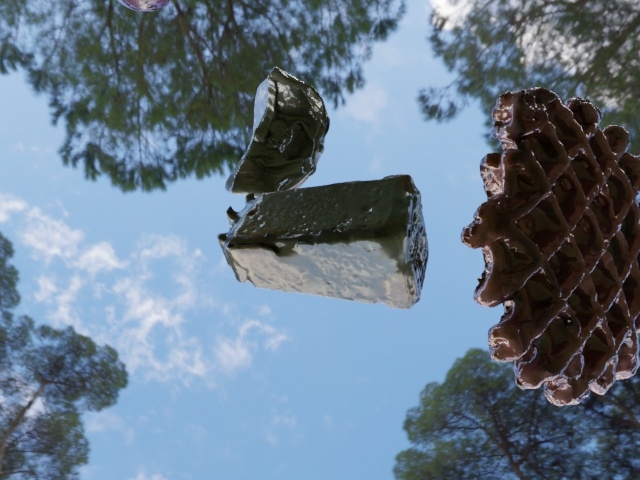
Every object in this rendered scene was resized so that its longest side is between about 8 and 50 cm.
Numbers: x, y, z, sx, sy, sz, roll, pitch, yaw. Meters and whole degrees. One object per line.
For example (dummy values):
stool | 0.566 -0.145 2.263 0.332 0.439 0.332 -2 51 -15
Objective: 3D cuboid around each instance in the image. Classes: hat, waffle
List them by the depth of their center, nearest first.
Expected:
waffle | 0.192 0.006 0.517 0.221 0.055 0.234 17 -103 -37
hat | -0.069 -0.164 1.158 0.149 0.244 0.214 20 -87 -2

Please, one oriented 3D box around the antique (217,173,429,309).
antique | 0.000 0.000 0.964 0.284 0.150 0.125 2 -137 18

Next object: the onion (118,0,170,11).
onion | -0.213 -0.323 0.792 0.115 0.115 0.104 27 -104 6
